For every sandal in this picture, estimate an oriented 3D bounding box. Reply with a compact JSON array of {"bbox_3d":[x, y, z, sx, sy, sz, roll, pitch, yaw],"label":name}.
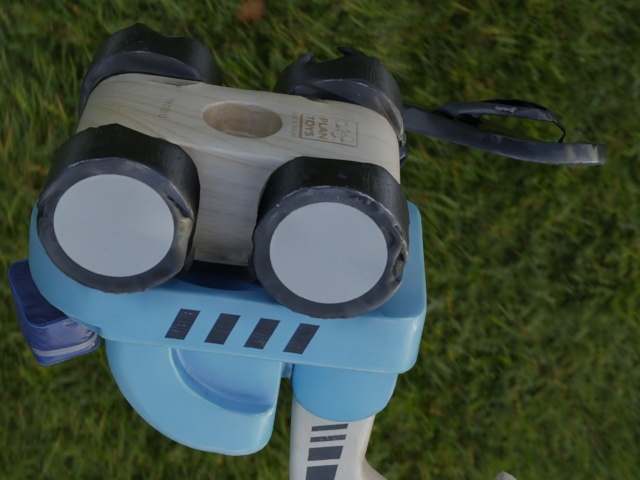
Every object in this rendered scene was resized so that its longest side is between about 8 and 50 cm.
[{"bbox_3d":[0.154,-0.118,1.507,0.254,0.097,0.054,16,99,24],"label":"sandal"}]

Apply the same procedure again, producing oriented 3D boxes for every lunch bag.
[{"bbox_3d":[-0.242,0.060,1.411,0.067,0.098,0.065,-15,138,-15],"label":"lunch bag"}]

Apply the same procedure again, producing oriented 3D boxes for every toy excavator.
[{"bbox_3d":[-0.011,0.096,1.201,0.433,0.222,0.445,8,122,-4],"label":"toy excavator"}]

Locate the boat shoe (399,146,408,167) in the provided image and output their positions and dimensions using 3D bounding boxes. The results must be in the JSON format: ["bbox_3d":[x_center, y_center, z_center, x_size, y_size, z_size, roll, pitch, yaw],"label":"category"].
[{"bbox_3d":[0.000,0.000,1.423,0.089,0.109,0.258,37,130,19],"label":"boat shoe"}]
